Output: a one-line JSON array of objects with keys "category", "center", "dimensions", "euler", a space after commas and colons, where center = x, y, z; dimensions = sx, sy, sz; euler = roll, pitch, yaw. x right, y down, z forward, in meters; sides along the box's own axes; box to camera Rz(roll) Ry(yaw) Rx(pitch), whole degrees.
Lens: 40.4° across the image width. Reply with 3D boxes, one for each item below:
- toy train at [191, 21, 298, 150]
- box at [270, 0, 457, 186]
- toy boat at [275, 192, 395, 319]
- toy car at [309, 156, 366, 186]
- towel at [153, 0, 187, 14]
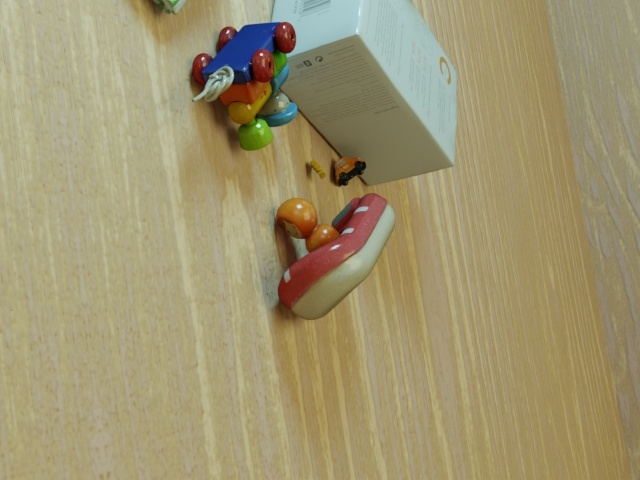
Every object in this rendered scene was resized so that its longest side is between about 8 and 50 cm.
[{"category": "toy train", "center": [-0.102, -0.178, 1.139], "dimensions": [0.248, 0.105, 0.143], "euler": [-63, 147, -49]}, {"category": "box", "center": [0.078, -0.278, 1.413], "dimensions": [0.345, 0.168, 0.215], "euler": [43, 44, -45]}, {"category": "toy boat", "center": [0.000, 0.000, 1.235], "dimensions": [0.151, 0.151, 0.231], "euler": [39, 37, -5]}, {"category": "toy car", "center": [0.028, -0.124, 1.386], "dimensions": [0.040, 0.060, 0.122], "euler": [53, 14, 21]}, {"category": "towel", "center": [-0.209, -0.468, 1.029], "dimensions": [0.325, 0.038, 0.248], "euler": [52, 59, -37]}]
